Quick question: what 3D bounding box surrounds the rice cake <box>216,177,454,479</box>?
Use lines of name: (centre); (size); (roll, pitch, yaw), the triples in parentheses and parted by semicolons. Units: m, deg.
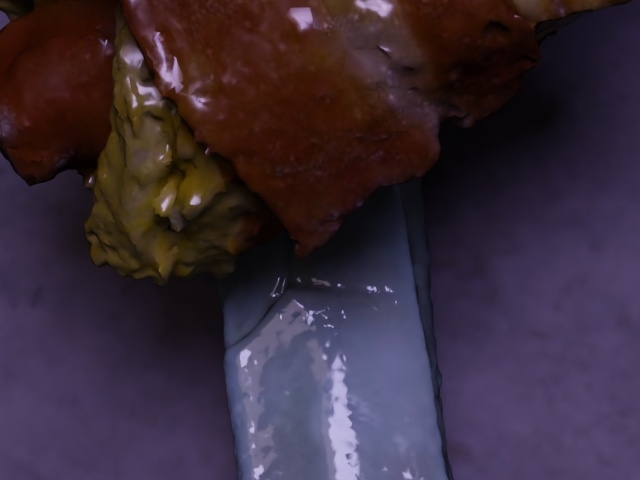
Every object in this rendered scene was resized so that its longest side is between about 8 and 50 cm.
rice cake: (0.000, 0.000, 0.568); (0.066, 0.063, 0.336); (-10, 67, 4)

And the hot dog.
hot dog: (-0.002, -0.082, 0.490); (0.213, 0.103, 0.146); (-37, 62, 18)
